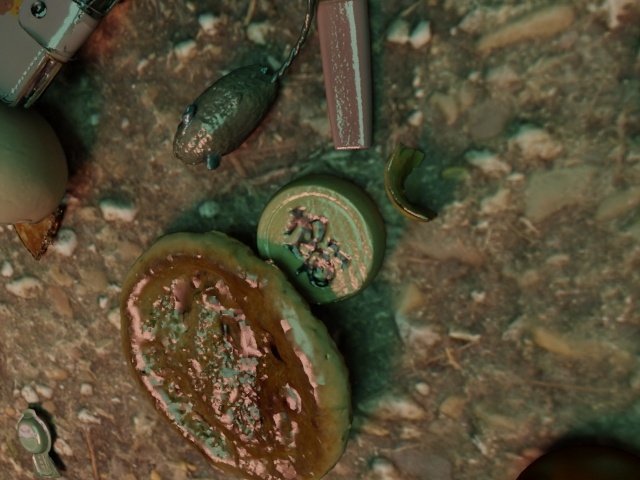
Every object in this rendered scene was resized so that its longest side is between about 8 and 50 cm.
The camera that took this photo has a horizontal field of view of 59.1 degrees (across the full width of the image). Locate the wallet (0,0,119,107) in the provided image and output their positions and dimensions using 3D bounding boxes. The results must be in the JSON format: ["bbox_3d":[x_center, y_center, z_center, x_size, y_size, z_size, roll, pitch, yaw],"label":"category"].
[{"bbox_3d":[-0.322,-0.280,0.649,0.170,0.069,0.231,44,101,8],"label":"wallet"}]

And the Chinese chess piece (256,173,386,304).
[{"bbox_3d":[0.000,0.000,0.616,0.144,0.058,0.144,6,107,20],"label":"Chinese chess piece"}]

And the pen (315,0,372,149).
[{"bbox_3d":[0.025,-0.192,0.572,0.053,0.032,0.197,1,107,22],"label":"pen"}]

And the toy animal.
[{"bbox_3d":[-0.070,-0.165,0.590,0.070,0.079,0.253,40,118,-16],"label":"toy animal"}]

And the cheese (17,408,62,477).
[{"bbox_3d":[-0.449,0.323,0.895,0.067,0.026,0.121,-6,102,23],"label":"cheese"}]

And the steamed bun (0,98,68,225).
[{"bbox_3d":[-0.410,-0.121,0.684,0.228,0.177,0.131,36,103,17],"label":"steamed bun"}]

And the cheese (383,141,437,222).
[{"bbox_3d":[0.087,-0.056,0.570,0.041,0.060,0.084,-12,92,24],"label":"cheese"}]

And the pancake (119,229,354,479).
[{"bbox_3d":[-0.114,0.148,0.683,0.356,0.065,0.356,11,113,28],"label":"pancake"}]

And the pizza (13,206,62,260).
[{"bbox_3d":[-0.396,-0.019,0.788,0.100,0.029,0.099,19,118,19],"label":"pizza"}]

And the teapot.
[{"bbox_3d":[0.288,0.310,0.544,0.252,0.135,0.178,35,117,11],"label":"teapot"}]
